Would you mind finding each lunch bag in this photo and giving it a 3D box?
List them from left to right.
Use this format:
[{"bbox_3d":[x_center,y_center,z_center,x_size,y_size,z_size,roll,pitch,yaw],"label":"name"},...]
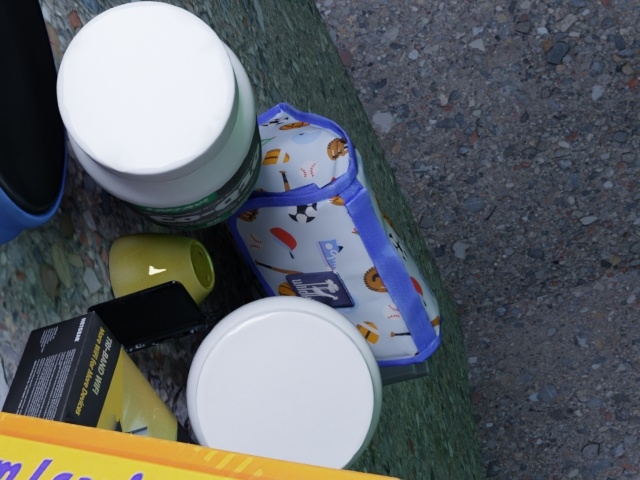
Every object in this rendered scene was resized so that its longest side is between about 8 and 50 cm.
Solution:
[{"bbox_3d":[0.000,0.000,1.414,0.385,0.239,0.328,28,-28,58],"label":"lunch bag"}]

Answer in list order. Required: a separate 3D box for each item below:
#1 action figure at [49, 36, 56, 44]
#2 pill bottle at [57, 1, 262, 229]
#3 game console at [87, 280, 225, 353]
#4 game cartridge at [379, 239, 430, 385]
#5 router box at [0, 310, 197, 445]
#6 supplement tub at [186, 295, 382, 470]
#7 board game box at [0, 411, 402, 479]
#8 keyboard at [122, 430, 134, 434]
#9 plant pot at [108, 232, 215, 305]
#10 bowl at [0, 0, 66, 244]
[{"bbox_3d":[-0.337,-0.232,1.113,0.115,0.030,0.038,68,21,-11],"label":"action figure"},{"bbox_3d":[-0.172,-0.129,1.071,0.361,0.204,0.204,102,-28,-85],"label":"pill bottle"},{"bbox_3d":[-0.189,0.084,1.104,0.107,0.122,0.071,-37,109,-74],"label":"game console"},{"bbox_3d":[0.101,0.154,1.907,0.062,0.198,0.297,48,30,-57],"label":"game cartridge"},{"bbox_3d":[-0.217,0.261,0.894,0.309,0.081,0.243,-88,156,-51],"label":"router box"},{"bbox_3d":[-0.044,0.183,1.165,0.316,0.228,0.228,119,-45,-84],"label":"supplement tub"},{"bbox_3d":[-0.115,0.329,0.444,0.356,0.356,0.356,60,44,-39],"label":"board game box"},{"bbox_3d":[-0.178,0.268,0.831,0.100,0.038,0.192,5,68,-49],"label":"keyboard"},{"bbox_3d":[-0.191,0.045,1.193,0.134,0.095,0.134,-17,90,-74],"label":"plant pot"},{"bbox_3d":[-0.319,-0.185,0.834,0.391,0.077,0.391,-12,90,-90],"label":"bowl"}]
